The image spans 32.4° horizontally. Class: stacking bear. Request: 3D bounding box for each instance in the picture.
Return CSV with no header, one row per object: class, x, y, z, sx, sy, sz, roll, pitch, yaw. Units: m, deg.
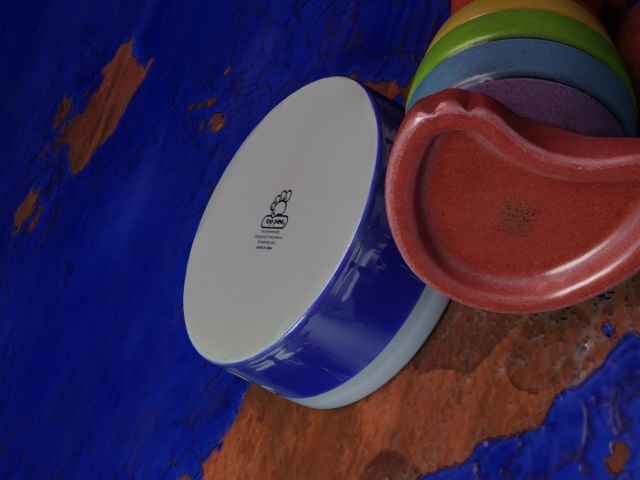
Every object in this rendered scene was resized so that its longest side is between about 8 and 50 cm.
stacking bear,0.139,-0.108,0.756,0.164,0.175,0.289,109,175,-47

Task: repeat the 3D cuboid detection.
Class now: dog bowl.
dog bowl,0.000,0.000,0.924,0.265,0.104,0.264,-36,40,37
